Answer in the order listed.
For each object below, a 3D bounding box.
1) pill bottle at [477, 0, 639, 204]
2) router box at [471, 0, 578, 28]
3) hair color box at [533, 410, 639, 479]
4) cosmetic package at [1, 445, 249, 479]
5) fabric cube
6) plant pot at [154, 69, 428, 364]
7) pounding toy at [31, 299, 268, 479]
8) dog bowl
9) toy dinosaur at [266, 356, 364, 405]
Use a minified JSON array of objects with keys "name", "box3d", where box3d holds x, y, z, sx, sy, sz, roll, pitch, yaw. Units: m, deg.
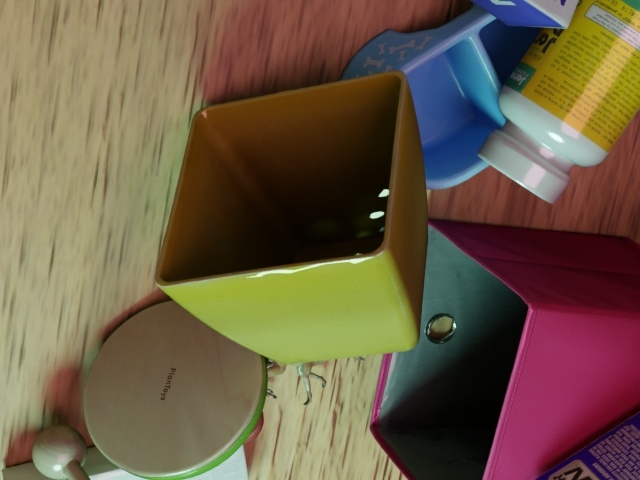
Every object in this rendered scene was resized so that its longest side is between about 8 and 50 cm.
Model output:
[{"name":"pill bottle","box3d":[0.239,-0.142,1.252,0.117,0.117,0.208,30,99,-26]},{"name":"router box","box3d":[0.132,-0.387,1.150,0.335,0.082,0.301,24,85,-35]},{"name":"hair color box","box3d":[0.380,0.221,1.248,0.339,0.110,0.185,-31,120,-6]},{"name":"cosmetic package","box3d":[-0.194,0.255,1.374,0.239,0.060,0.099,-12,116,-14]},{"name":"fabric cube","box3d":[0.233,0.139,1.365,0.258,0.259,0.254,4,108,-22]},{"name":"plant pot","box3d":[0.000,0.000,1.238,0.212,0.212,0.187,-9,138,21]},{"name":"pounding toy","box3d":[-0.144,0.181,1.322,0.237,0.183,0.110,-47,149,-10]},{"name":"dog bowl","box3d":[0.160,-0.160,1.325,0.297,0.074,0.166,-33,117,-5]},{"name":"toy dinosaur","box3d":[-0.043,0.113,1.386,0.183,0.053,0.093,18,88,-29]}]
